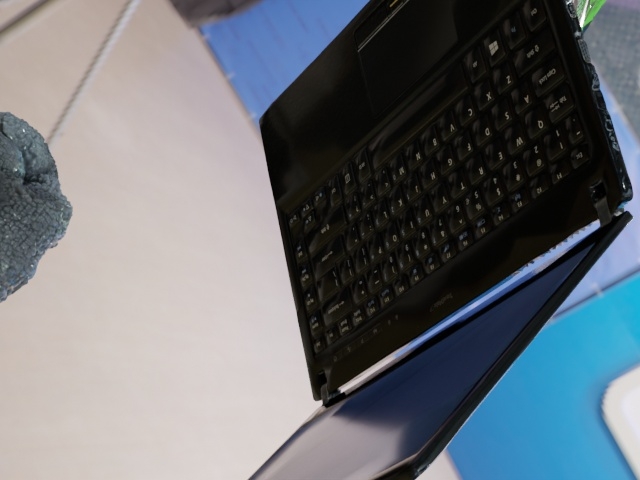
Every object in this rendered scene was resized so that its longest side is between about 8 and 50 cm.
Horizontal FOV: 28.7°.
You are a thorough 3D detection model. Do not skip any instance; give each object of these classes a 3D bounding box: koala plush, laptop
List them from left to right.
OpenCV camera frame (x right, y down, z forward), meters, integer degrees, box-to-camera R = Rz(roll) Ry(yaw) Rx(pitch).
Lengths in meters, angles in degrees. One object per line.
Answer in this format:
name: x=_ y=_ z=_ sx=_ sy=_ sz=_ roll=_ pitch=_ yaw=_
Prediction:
koala plush: x=-0.322 y=-0.064 z=0.985 sx=0.221 sy=0.196 sz=0.203 roll=59 pitch=-12 yaw=-31
laptop: x=0.000 y=0.000 z=0.529 sx=0.137 sy=0.234 sz=0.264 roll=3 pitch=64 yaw=-33

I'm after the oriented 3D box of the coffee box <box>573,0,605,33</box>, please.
coffee box: x=0.110 y=-0.254 z=1.019 sx=0.247 sy=0.098 sz=0.141 roll=33 pitch=-9 yaw=18
